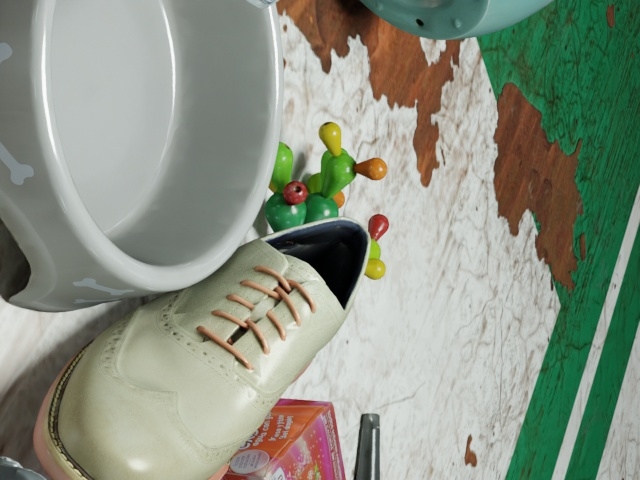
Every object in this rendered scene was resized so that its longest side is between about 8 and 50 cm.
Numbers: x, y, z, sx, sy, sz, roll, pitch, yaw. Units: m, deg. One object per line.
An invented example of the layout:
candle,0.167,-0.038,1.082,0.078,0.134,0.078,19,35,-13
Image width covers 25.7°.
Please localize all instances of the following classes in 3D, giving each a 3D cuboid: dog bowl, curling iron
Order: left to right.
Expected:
dog bowl,-0.141,-0.118,1.000,0.349,0.102,0.349,-6,97,-62
curling iron,0.041,0.314,1.443,0.068,0.035,0.274,32,64,-59

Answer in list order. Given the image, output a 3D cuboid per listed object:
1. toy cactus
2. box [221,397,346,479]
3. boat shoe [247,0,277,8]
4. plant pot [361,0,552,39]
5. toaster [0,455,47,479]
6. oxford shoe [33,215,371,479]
toy cactus,0.000,0.000,1.293,0.180,0.112,0.219,-67,156,-16
box,-0.050,0.266,1.170,0.122,0.128,0.257,-43,128,-54
boat shoe,-0.038,-0.324,0.960,0.136,0.156,0.367,39,24,-40
plant pot,0.142,-0.331,1.339,0.235,0.293,0.293,-51,137,-29
toaster,-0.213,0.256,0.866,0.146,0.129,0.227,58,41,-50
oxford shoe,-0.074,0.070,1.041,0.140,0.146,0.397,41,27,1
